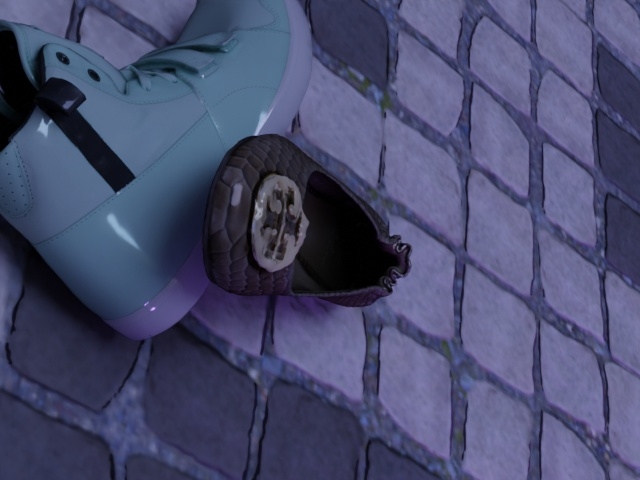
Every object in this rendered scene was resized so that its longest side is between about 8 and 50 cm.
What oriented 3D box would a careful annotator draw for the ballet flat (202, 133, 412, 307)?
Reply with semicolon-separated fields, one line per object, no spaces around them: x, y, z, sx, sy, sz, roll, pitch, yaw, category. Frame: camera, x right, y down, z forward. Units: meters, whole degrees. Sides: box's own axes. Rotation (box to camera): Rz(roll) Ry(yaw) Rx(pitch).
0.000;0.000;0.775;0.250;0.058;0.084;29;77;-71;ballet flat

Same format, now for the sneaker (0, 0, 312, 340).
-0.094;-0.091;0.765;0.151;0.094;0.256;46;43;-30;sneaker
